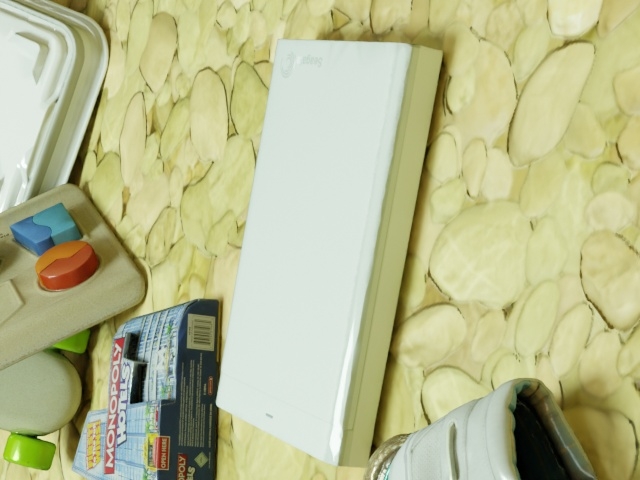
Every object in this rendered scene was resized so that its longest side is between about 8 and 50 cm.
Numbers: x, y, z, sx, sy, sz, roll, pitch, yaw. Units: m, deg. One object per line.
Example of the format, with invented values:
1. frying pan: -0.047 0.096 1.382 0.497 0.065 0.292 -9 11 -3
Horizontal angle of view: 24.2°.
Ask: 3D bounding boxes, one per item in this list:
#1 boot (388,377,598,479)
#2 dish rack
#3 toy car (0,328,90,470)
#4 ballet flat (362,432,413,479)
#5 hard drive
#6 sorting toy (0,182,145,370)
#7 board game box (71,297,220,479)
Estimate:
1. boot: 0.113 0.208 0.859 0.123 0.095 0.258 -44 50 45
2. dish rack: -0.414 -0.162 1.689 0.333 0.072 0.285 24 97 27
3. toy car: -0.327 0.157 1.614 0.188 0.149 0.155 125 161 -81
4. ballet flat: 0.044 0.225 1.016 0.067 0.073 0.206 -97 24 -78
5. hard drive: 0.000 0.000 1.154 0.203 0.040 0.307 15 96 59
6. sorting toy: -0.351 0.053 1.510 0.229 0.307 0.041 48 160 50
7. board game box: -0.164 0.158 1.369 0.194 0.060 0.194 -18 68 56
